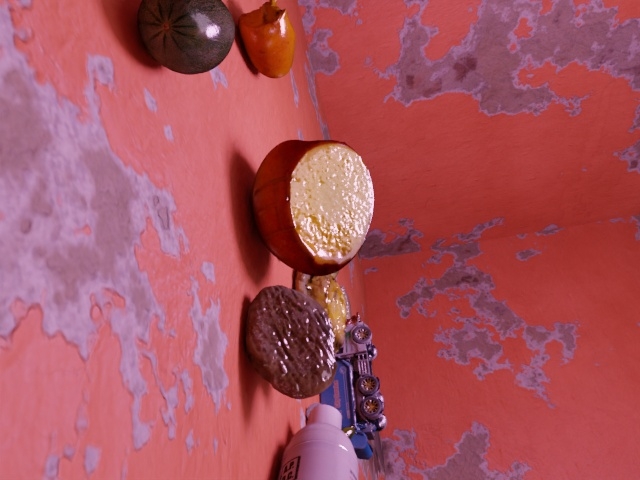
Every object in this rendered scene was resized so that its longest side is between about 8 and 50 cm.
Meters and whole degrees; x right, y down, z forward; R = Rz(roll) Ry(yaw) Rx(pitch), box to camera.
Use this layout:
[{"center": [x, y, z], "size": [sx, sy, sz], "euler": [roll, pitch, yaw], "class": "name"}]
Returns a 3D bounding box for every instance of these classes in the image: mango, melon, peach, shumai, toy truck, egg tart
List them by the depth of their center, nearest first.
[{"center": [-0.172, -0.278, 0.631], "size": [0.167, 0.114, 0.114], "euler": [-65, 145, -71], "class": "melon"}, {"center": [-0.055, 0.192, 0.850], "size": [0.209, 0.162, 0.153], "euler": [60, -25, 28], "class": "shumai"}, {"center": [-0.018, -0.057, 0.987], "size": [0.245, 0.249, 0.274], "euler": [123, -30, -68], "class": "peach"}, {"center": [-0.124, -0.487, 1.182], "size": [0.252, 0.126, 0.153], "euler": [64, 5, -85], "class": "mango"}, {"center": [0.011, 0.187, 1.310], "size": [0.279, 0.095, 0.278], "euler": [-15, 90, -74], "class": "egg tart"}, {"center": [0.092, 0.421, 1.374], "size": [0.146, 0.175, 0.367], "euler": [73, 11, -49], "class": "toy truck"}]

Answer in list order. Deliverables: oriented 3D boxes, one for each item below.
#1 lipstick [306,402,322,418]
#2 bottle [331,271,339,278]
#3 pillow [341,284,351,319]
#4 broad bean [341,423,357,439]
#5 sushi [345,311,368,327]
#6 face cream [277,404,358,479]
[{"center": [0.005, 0.461, 1.177], "size": [0.048, 0.048, 0.157], "euler": [-89, 167, -52], "class": "lipstick"}, {"center": [0.024, 0.102, 1.632], "size": [0.269, 0.083, 0.083], "euler": [-80, 159, -53], "class": "bottle"}, {"center": [0.104, 0.301, 2.020], "size": [0.119, 0.053, 0.208], "euler": [71, 12, -67], "class": "pillow"}, {"center": [0.036, 0.530, 1.144], "size": [0.069, 0.039, 0.226], "euler": [52, 43, -15], "class": "broad bean"}, {"center": [0.131, 0.428, 1.790], "size": [0.124, 0.130, 0.331], "euler": [-84, 162, -62], "class": "sushi"}, {"center": [-0.005, 0.416, 0.847], "size": [0.369, 0.146, 0.145], "euler": [-80, 159, -71], "class": "face cream"}]
